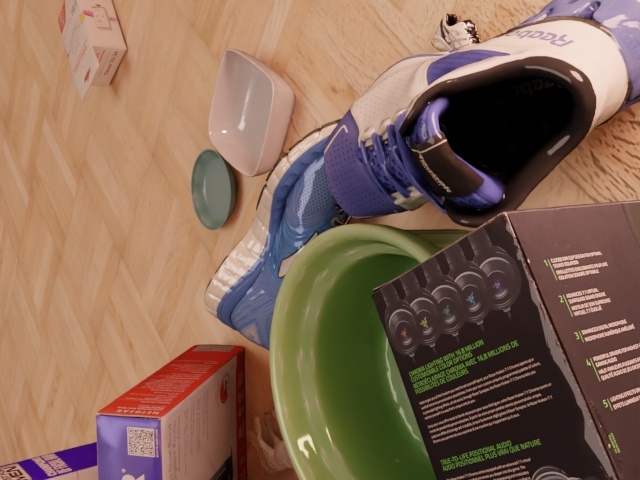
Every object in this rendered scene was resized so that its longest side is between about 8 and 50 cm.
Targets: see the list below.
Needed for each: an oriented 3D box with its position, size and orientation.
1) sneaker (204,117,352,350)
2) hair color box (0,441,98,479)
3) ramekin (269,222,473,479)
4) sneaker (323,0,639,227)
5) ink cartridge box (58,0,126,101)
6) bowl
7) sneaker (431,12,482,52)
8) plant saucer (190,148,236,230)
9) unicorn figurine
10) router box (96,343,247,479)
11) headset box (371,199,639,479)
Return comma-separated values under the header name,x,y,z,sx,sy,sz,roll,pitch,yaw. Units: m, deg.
name,x,y,z,sx,sy,sz,roll,pitch,yaw
sneaker,0.000,0.000,0.853,0.147,0.130,0.330,40,122,15
hair color box,-0.313,0.398,1.119,0.110,0.339,0.185,6,100,52
ramekin,0.096,0.129,0.699,0.303,0.148,0.303,10,102,52
sneaker,0.095,-0.086,0.598,0.316,0.182,0.127,-21,103,45
ink cartridge box,-0.414,-0.362,1.376,0.115,0.067,0.198,-43,60,47
bowl,-0.086,-0.166,0.980,0.142,0.053,0.141,43,127,40
sneaker,0.135,-0.185,0.700,0.083,0.032,0.036,45,129,39
plant saucer,-0.154,-0.075,1.107,0.119,0.021,0.119,10,102,53
unicorn figurine,-0.043,0.272,0.989,0.162,0.060,0.111,130,125,-63
router box,-0.178,0.336,0.984,0.082,0.301,0.335,1,98,12
headset box,0.195,0.108,0.483,0.131,0.247,0.282,-37,66,48
